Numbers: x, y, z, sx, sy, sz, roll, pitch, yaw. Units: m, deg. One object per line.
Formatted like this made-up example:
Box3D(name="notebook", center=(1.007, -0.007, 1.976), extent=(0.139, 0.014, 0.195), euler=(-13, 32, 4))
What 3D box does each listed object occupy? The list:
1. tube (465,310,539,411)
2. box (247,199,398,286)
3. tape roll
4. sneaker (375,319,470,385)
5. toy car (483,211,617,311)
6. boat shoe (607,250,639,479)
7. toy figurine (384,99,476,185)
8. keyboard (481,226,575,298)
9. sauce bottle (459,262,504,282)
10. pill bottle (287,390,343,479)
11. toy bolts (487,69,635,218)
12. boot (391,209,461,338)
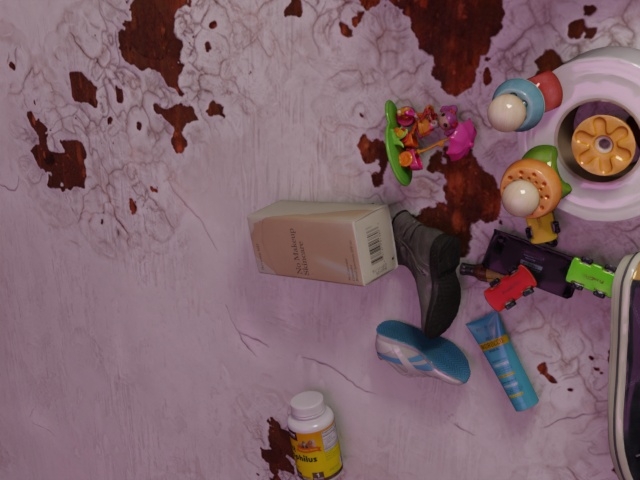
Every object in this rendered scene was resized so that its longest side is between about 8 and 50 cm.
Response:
Box3D(name="tube", center=(0.379, 0.249, 1.718), extent=(0.080, 0.052, 0.207), euler=(-29, 88, 33))
Box3D(name="box", center=(0.000, 0.000, 1.778), extent=(0.311, 0.121, 0.148), euler=(3, 111, 43))
Box3D(name="tape roll", center=(0.483, -0.179, 1.406), extent=(0.286, 0.100, 0.286), euler=(15, 119, 29))
Box3D(name="sneaker", center=(0.222, 0.256, 1.808), extent=(0.228, 0.087, 0.092), euler=(26, 131, 31))
Box3D(name="toy car", center=(0.444, 0.047, 1.538), extent=(0.225, 0.053, 0.239), euler=(22, 99, 19))
Box3D(name="boat shoe", center=(0.611, 0.265, 1.477), extent=(0.156, 0.186, 0.500), euler=(7, 110, 38))
Box3D(name="toy figurine", center=(0.217, -0.205, 1.591), extent=(0.159, 0.130, 0.173), euler=(-13, 79, 24))
Box3D(name="keyboard", center=(0.409, 0.031, 1.591), extent=(0.180, 0.023, 0.108), euler=(21, 98, 19))
Box3D(name="sauce bottle", center=(0.340, 0.064, 1.656), extent=(0.128, 0.042, 0.042), euler=(10, 117, 31))
Box3D(name="pill bottle", center=(-0.016, 0.483, 2.049), extent=(0.117, 0.117, 0.215), euler=(3, 113, 34))
Box3D(name="toy bolts", center=(0.362, -0.159, 1.330), extent=(0.218, 0.158, 0.229), euler=(-21, 99, 39))
Box3D(name="boot", center=(0.209, 0.067, 1.724), extent=(0.161, 0.083, 0.247), euler=(32, 129, 47))
